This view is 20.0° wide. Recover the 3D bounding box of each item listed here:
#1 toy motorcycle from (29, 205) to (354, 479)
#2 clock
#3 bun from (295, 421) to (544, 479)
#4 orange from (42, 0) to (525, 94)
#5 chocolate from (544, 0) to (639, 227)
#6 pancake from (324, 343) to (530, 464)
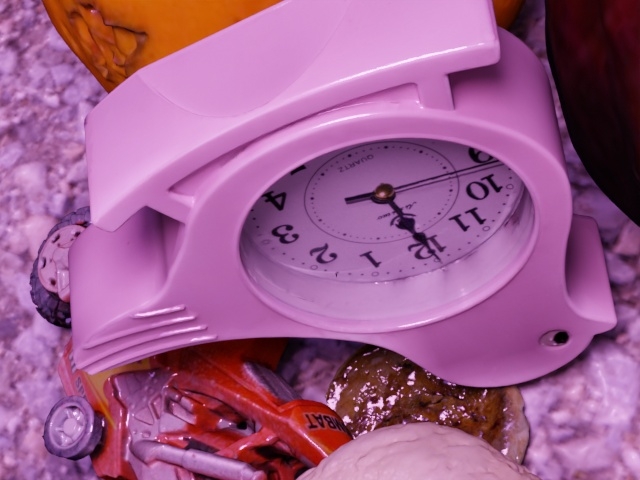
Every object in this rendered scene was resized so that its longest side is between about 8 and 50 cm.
[{"bbox_3d":[-0.083,0.070,1.085,0.171,0.089,0.298,-36,54,9],"label":"toy motorcycle"},{"bbox_3d":[0.000,0.000,0.965,0.290,0.275,0.080,-20,49,16],"label":"clock"},{"bbox_3d":[0.062,0.201,0.929,0.220,0.134,0.220,2,93,35],"label":"bun"},{"bbox_3d":[-0.019,-0.191,1.059,0.312,0.312,0.312,-10,62,20],"label":"orange"},{"bbox_3d":[0.285,-0.130,0.898,0.331,0.383,0.384,-21,57,34],"label":"chocolate"},{"bbox_3d":[0.061,0.107,1.043,0.116,0.022,0.129,-39,61,3],"label":"pancake"}]
